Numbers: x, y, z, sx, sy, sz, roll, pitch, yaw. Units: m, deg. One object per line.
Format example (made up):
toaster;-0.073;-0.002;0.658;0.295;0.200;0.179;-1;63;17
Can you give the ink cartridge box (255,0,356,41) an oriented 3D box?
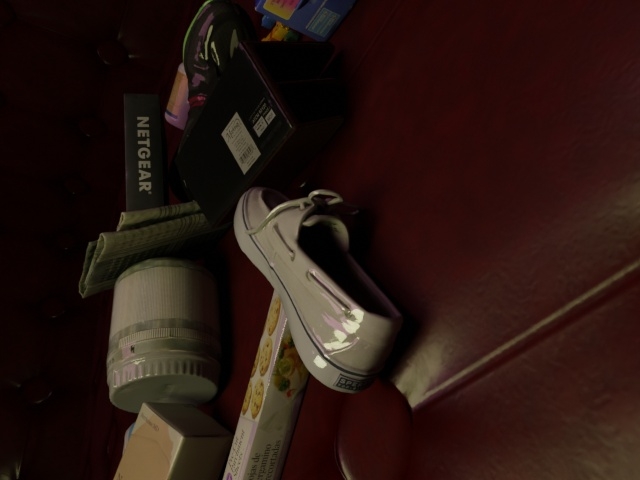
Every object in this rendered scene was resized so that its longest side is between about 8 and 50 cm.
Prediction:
ink cartridge box;0.012;-0.535;0.776;0.270;0.151;0.395;-37;50;49

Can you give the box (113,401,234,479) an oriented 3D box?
box;-0.290;0.465;0.842;0.148;0.121;0.311;13;82;40

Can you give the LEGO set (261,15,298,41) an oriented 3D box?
LEGO set;-0.067;-0.405;0.915;0.093;0.087;0.227;-18;64;57

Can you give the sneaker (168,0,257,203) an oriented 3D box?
sneaker;-0.226;-0.287;1.078;0.202;0.185;0.483;42;126;51

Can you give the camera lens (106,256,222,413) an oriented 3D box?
camera lens;-0.317;0.188;0.977;0.219;0.219;0.274;-50;40;38

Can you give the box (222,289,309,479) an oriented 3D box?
box;-0.069;0.230;0.693;0.067;0.063;0.324;26;101;61

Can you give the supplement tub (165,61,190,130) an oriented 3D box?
supplement tub;-0.344;-0.413;1.334;0.200;0.144;0.144;-66;32;18

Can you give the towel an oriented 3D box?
towel;-0.351;0.007;1.028;0.312;0.324;0.056;-38;76;48

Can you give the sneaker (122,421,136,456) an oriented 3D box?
sneaker;-0.471;0.586;1.225;0.086;0.085;0.237;-41;48;36

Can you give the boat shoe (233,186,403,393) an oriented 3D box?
boat shoe;-0.007;0.000;0.607;0.156;0.136;0.367;-62;36;26

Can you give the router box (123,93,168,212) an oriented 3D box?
router box;-0.410;-0.152;1.129;0.243;0.081;0.309;135;130;-70

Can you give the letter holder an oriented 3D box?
letter holder;-0.082;-0.179;0.819;0.302;0.214;0.152;-39;79;46
